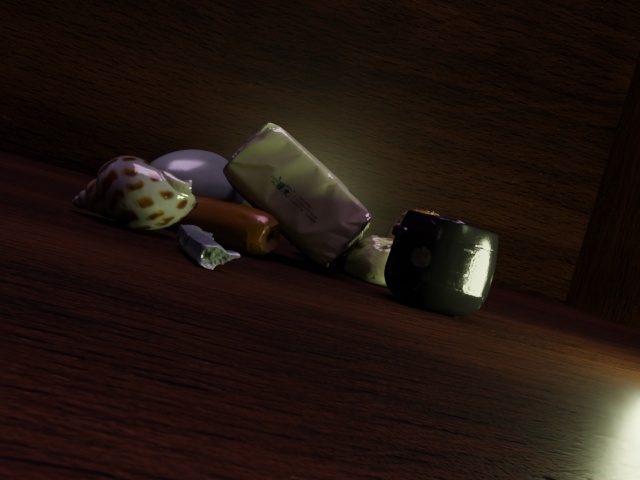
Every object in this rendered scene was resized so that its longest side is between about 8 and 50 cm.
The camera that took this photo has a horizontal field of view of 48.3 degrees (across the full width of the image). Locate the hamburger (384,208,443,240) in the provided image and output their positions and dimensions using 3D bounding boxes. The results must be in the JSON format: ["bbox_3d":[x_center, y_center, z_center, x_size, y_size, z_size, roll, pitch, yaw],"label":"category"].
[{"bbox_3d":[0.336,0.031,2.182,0.300,0.176,0.300,35,-15,11],"label":"hamburger"}]

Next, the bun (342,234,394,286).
[{"bbox_3d":[0.172,0.056,2.034,0.230,0.133,0.231,14,4,-1],"label":"bun"}]

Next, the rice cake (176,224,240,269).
[{"bbox_3d":[-0.232,0.012,1.420,0.081,0.051,0.290,5,8,-22],"label":"rice cake"}]

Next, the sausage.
[{"bbox_3d":[-0.272,-0.051,1.829,0.353,0.116,0.134,15,29,25],"label":"sausage"}]

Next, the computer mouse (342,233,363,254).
[{"bbox_3d":[0.018,0.001,2.210,0.184,0.121,0.297,1,0,-18],"label":"computer mouse"}]

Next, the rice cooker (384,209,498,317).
[{"bbox_3d":[0.285,0.055,1.706,0.267,0.225,0.267,14,4,-1],"label":"rice cooker"}]

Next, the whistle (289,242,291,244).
[{"bbox_3d":[0.000,0.000,2.580,0.222,0.123,0.123,-1,2,3],"label":"whistle"}]

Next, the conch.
[{"bbox_3d":[-0.429,-0.102,1.620,0.274,0.183,0.149,9,42,26],"label":"conch"}]

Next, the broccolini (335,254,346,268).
[{"bbox_3d":[0.147,0.098,2.208,0.254,0.071,0.057,22,-42,-29],"label":"broccolini"}]

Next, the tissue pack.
[{"bbox_3d":[-0.056,-0.112,1.920,0.380,0.207,0.297,43,-1,1],"label":"tissue pack"}]

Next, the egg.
[{"bbox_3d":[-0.368,-0.150,2.070,0.229,0.230,0.371,17,7,28],"label":"egg"}]
